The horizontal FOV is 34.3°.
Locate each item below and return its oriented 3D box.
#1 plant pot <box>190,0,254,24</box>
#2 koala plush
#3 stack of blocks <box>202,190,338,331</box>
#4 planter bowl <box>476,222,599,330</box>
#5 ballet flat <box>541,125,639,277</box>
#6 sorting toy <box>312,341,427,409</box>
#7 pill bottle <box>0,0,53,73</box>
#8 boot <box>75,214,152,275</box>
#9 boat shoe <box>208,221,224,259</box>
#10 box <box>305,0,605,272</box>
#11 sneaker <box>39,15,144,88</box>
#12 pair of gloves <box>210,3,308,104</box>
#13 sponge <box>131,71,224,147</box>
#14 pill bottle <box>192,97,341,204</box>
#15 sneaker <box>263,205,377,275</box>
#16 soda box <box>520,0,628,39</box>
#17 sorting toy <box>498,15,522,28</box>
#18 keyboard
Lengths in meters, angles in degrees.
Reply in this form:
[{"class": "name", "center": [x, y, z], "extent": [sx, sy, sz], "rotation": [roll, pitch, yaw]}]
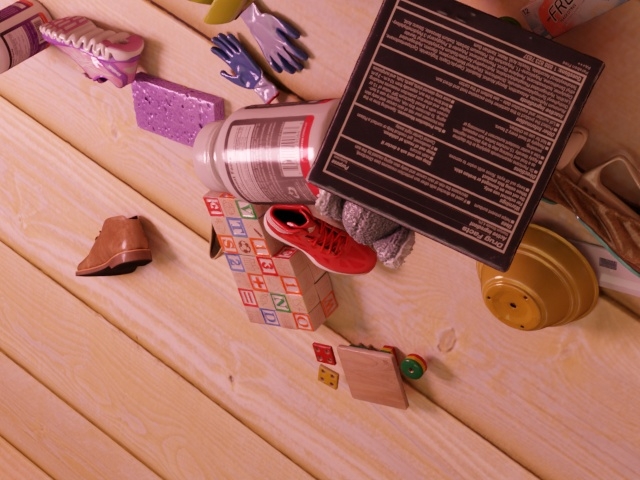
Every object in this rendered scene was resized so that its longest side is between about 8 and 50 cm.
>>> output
[{"class": "plant pot", "center": [-0.140, -0.473, 1.539], "extent": [0.207, 0.227, 0.228], "rotation": [40, 139, -3]}, {"class": "koala plush", "center": [0.113, -0.083, 1.588], "extent": [0.196, 0.221, 0.203], "rotation": [42, 171, 7]}, {"class": "stack of blocks", "center": [-0.095, 0.024, 2.007], "extent": [0.171, 0.087, 0.297], "rotation": [4, 125, 38]}, {"class": "planter bowl", "center": [0.327, 0.079, 1.667], "extent": [0.217, 0.090, 0.217], "rotation": [26, 143, 22]}, {"class": "ballet flat", "center": [0.383, -0.086, 1.501], "extent": [0.342, 0.116, 0.124], "rotation": [38, 119, 9]}, {"class": "sorting toy", "center": [0.105, 0.260, 2.062], "extent": [0.274, 0.046, 0.132], "rotation": [6, 126, 37]}, {"class": "pill bottle", "center": [-0.626, -0.392, 2.039], "extent": [0.108, 0.193, 0.108], "rotation": [23, 135, 26]}, {"class": "boot", "center": [-0.471, 0.019, 2.347], "extent": [0.305, 0.112, 0.115], "rotation": [-21, 77, 52]}, {"class": "boat shoe", "center": [-0.199, -0.024, 2.087], "extent": [0.056, 0.048, 0.153], "rotation": [33, 138, 15]}, {"class": "box", "center": [0.180, -0.154, 1.404], "extent": [0.296, 0.183, 0.294], "rotation": [26, 97, 9]}, {"class": "sneaker", "center": [-0.440, -0.356, 1.980], "extent": [0.236, 0.095, 0.105], "rotation": [23, 130, 25]}, {"class": "pair of gloves", "center": [-0.109, -0.323, 1.784], "extent": [0.159, 0.023, 0.198], "rotation": [48, 139, 1]}, {"class": "sponge", "center": [-0.272, -0.243, 1.984], "extent": [0.210, 0.031, 0.117], "rotation": [22, 133, 28]}, {"class": "pill bottle", "center": [-0.065, -0.148, 1.769], "extent": [0.318, 0.176, 0.176], "rotation": [2, 123, 40]}, {"class": "sneaker", "center": [0.000, 0.000, 1.842], "extent": [0.221, 0.087, 0.128], "rotation": [21, 176, -1]}, {"class": "soda box", "center": [0.353, -0.324, 1.350], "extent": [0.183, 0.063, 0.058], "rotation": [-23, 106, 48]}, {"class": "sorting toy", "center": [0.269, -0.272, 1.490], "extent": [0.061, 0.042, 0.102], "rotation": [-12, 104, 21]}, {"class": "keyboard", "center": [0.448, 0.043, 1.615], "extent": [0.256, 0.014, 0.072], "rotation": [17, 127, 30]}]
